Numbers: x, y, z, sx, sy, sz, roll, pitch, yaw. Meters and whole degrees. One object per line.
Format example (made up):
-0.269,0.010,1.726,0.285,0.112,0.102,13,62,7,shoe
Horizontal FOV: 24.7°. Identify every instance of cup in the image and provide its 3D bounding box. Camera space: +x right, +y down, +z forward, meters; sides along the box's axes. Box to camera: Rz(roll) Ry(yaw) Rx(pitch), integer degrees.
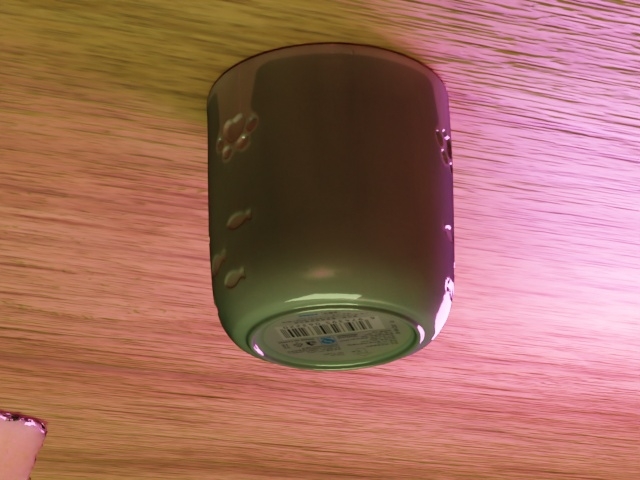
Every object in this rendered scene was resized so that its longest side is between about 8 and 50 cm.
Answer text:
0.000,0.000,1.558,0.259,0.274,0.357,4,154,-11,cup

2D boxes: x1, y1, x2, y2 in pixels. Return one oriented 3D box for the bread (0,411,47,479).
-0.617,0.443,2.450,0.279,0.315,0.248,-33,143,32,bread
